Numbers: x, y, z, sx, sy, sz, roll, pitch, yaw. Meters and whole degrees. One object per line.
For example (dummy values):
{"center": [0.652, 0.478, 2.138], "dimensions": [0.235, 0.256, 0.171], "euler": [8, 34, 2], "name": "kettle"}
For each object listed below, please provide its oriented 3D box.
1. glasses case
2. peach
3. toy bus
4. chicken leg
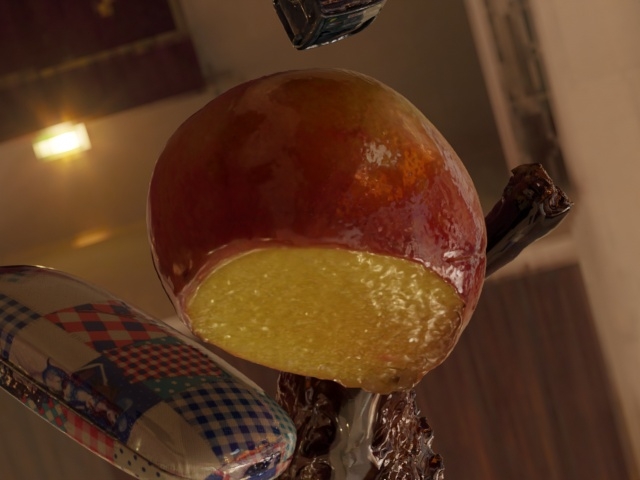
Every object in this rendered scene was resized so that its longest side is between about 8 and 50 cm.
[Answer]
{"center": [-0.158, 0.100, 1.386], "dimensions": [0.327, 0.076, 0.125], "euler": [28, -151, 36], "name": "glasses case"}
{"center": [0.000, 0.000, 1.045], "dimensions": [0.190, 0.192, 0.190], "euler": [-26, 172, -4], "name": "peach"}
{"center": [-0.022, -0.182, 1.005], "dimensions": [0.047, 0.166, 0.065], "euler": [-19, 163, -24], "name": "toy bus"}
{"center": [0.055, 0.111, 1.442], "dimensions": [0.158, 0.407, 0.096], "euler": [24, -166, -12], "name": "chicken leg"}
